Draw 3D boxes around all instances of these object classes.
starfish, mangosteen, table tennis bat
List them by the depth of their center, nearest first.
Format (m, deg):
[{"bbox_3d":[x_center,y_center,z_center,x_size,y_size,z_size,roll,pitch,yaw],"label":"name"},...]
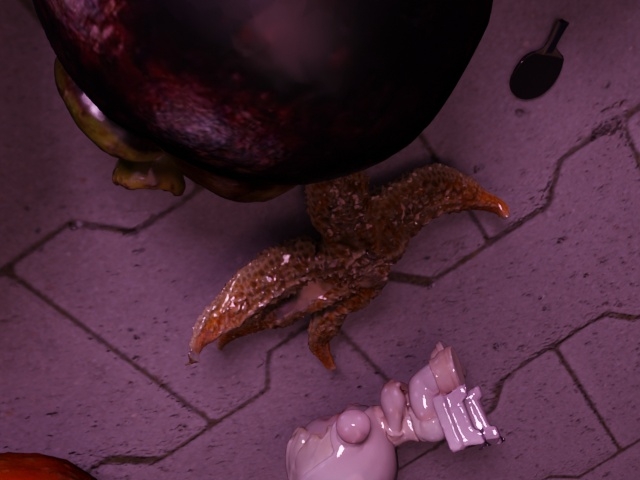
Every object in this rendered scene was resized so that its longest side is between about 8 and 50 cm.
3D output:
[{"bbox_3d":[-0.046,-0.177,0.615,0.297,0.313,0.297,-5,98,-37],"label":"mangosteen"},{"bbox_3d":[0.204,-0.165,0.917,0.050,0.007,0.083,2,131,-26],"label":"table tennis bat"},{"bbox_3d":[-0.009,0.024,0.937,0.301,0.084,0.293,21,117,-42],"label":"starfish"}]

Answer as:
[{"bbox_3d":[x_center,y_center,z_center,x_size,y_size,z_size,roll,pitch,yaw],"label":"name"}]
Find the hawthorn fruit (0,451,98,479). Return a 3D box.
[{"bbox_3d":[-0.294,0.335,0.961,0.299,0.275,0.275,-8,133,-8],"label":"hawthorn fruit"}]

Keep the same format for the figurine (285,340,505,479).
[{"bbox_3d":[0.069,0.234,1.137,0.256,0.182,0.144,-29,94,11],"label":"figurine"}]
